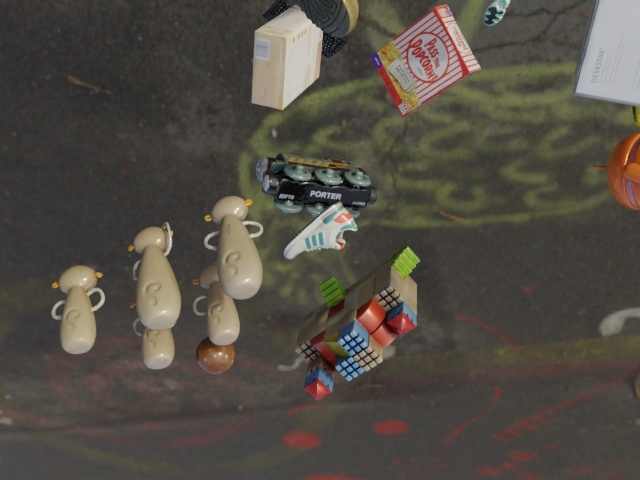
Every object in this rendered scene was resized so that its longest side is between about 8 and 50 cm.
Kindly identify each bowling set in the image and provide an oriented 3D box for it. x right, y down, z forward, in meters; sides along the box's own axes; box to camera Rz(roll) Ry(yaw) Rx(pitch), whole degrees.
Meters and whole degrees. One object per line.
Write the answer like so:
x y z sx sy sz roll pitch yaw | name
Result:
-0.191 0.082 1.076 0.287 0.154 0.200 -17 141 2 | bowling set

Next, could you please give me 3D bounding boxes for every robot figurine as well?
0.535 -0.103 1.233 0.219 0.158 0.128 10 140 47 | robot figurine

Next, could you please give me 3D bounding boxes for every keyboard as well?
-0.037 -0.447 1.759 0.192 0.038 0.100 25 134 -32 | keyboard

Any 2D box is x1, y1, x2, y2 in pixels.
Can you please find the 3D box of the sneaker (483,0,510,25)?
0.376 -0.493 1.680 0.038 0.069 0.098 35 119 3 | sneaker

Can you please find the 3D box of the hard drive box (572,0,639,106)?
0.454 -0.258 1.014 0.232 0.089 0.181 13 118 11 | hard drive box

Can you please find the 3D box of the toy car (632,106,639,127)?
0.635 -0.178 1.347 0.053 0.239 0.225 -20 100 57 | toy car

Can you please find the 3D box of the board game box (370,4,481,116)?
0.210 -0.360 1.635 0.045 0.146 0.193 -26 177 -45 | board game box

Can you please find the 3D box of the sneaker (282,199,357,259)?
0.000 0.000 1.480 0.075 0.057 0.161 48 118 -1 | sneaker

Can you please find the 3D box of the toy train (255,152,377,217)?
-0.013 -0.155 2.183 0.334 0.190 0.142 4 118 -26 | toy train

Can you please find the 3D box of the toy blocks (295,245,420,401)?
0.080 0.207 1.864 0.381 0.261 0.190 -36 107 21 | toy blocks

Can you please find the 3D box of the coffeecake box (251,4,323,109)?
-0.060 -0.353 1.545 0.068 0.185 0.142 16 125 16 | coffeecake box

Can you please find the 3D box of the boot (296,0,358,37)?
0.055 -0.464 1.257 0.236 0.269 0.089 53 150 1 | boot
